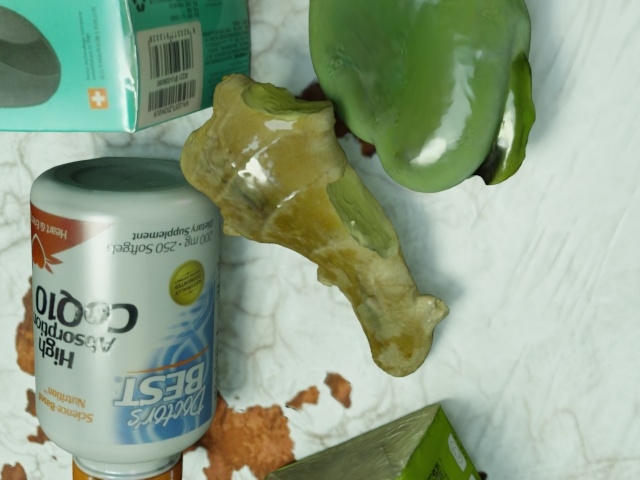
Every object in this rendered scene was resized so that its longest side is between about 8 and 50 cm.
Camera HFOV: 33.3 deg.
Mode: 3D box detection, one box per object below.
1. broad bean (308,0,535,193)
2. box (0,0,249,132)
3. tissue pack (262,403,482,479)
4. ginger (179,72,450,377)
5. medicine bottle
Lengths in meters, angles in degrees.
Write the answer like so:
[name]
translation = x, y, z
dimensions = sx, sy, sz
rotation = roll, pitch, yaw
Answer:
[broad bean]
translation = 0.078, -0.142, 0.794
dimensions = 0.169, 0.100, 0.228
rotation = -39, 86, 25
[box]
translation = -0.236, -0.154, 0.851
dimensions = 0.311, 0.205, 0.118
rotation = 2, 103, 19
[tissue pack]
translation = 0.067, 0.312, 0.888
dimensions = 0.200, 0.167, 0.274
rotation = -27, 93, 25
[ginger]
translation = 0.000, 0.000, 0.844
dimensions = 0.131, 0.086, 0.294
rotation = -27, 112, 15
[medicine bottle]
translation = -0.165, 0.083, 0.917
dimensions = 0.157, 0.157, 0.288
rotation = 9, 108, 18
